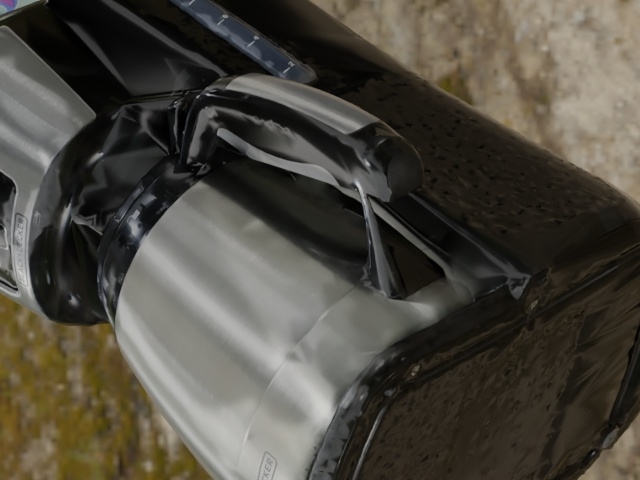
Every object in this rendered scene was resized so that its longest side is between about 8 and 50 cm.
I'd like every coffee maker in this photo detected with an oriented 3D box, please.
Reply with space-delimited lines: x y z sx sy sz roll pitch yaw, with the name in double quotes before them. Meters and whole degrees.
"coffee maker" 0.000 0.000 0.419 0.178 0.171 0.120 39 114 33

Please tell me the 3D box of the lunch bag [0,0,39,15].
"lunch bag" -0.250 -0.264 1.035 0.160 0.262 0.223 -60 35 36
